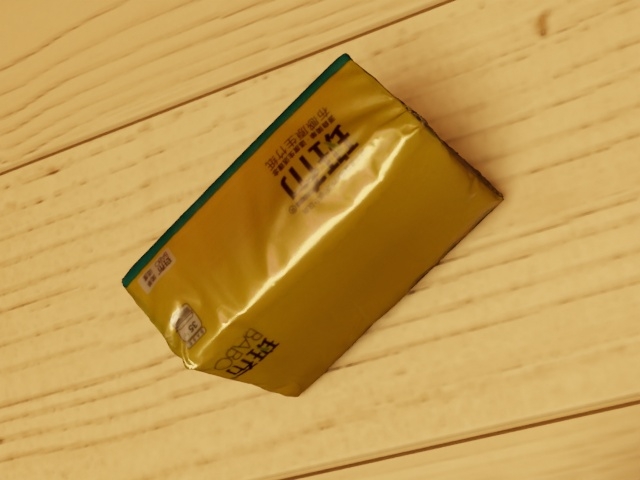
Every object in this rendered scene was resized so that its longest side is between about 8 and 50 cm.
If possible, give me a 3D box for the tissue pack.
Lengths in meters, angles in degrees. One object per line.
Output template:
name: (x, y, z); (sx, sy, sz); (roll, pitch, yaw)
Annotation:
tissue pack: (0.000, 0.000, 0.585); (0.169, 0.120, 0.082); (-44, 60, 10)
